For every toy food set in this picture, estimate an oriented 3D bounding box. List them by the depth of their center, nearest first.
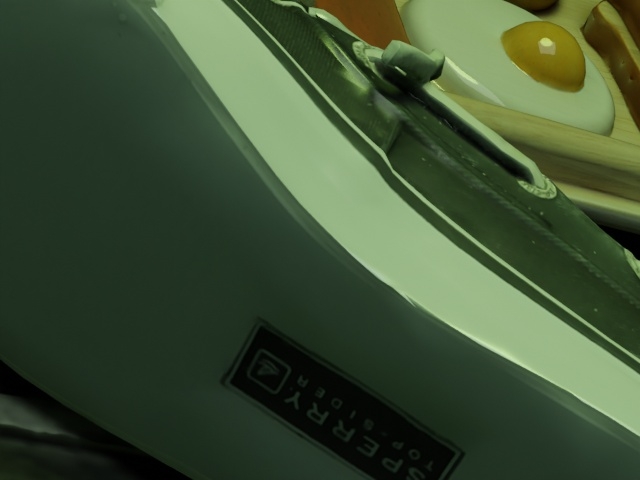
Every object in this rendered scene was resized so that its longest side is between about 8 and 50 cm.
[{"bbox_3d":[0.096,-0.106,0.672,0.306,0.092,0.219,13,37,-27],"label":"toy food set"}]

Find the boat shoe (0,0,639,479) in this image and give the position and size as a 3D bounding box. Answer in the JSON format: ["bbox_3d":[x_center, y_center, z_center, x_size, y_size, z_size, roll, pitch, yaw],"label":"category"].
[{"bbox_3d":[0.002,-0.003,0.496,0.306,0.113,0.105,33,30,7],"label":"boat shoe"}]
